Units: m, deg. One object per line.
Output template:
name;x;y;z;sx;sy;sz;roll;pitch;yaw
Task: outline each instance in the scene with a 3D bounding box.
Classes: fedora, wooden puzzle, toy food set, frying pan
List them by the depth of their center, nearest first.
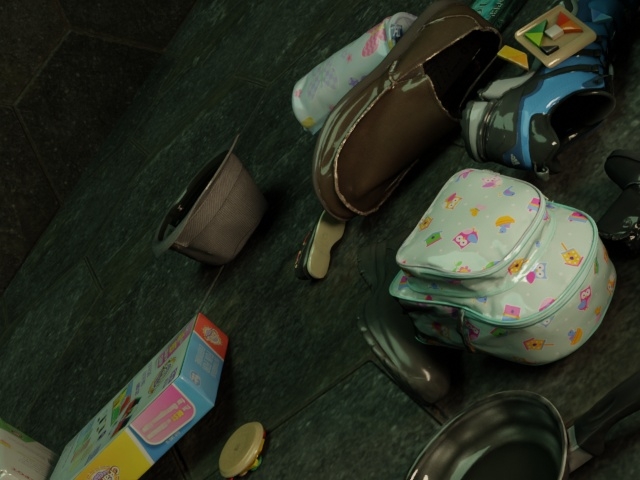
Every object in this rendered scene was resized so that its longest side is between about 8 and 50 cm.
frying pan;0.185;0.174;0.948;0.326;0.053;0.197;-45;22;7
wooden puzzle;0.263;-0.231;1.238;0.116;0.014;0.078;-38;49;-6
toy food set;-0.099;0.266;1.382;0.083;0.020;0.082;-31;29;38
fedora;-0.174;-0.047;1.882;0.275;0.124;0.243;-37;22;49

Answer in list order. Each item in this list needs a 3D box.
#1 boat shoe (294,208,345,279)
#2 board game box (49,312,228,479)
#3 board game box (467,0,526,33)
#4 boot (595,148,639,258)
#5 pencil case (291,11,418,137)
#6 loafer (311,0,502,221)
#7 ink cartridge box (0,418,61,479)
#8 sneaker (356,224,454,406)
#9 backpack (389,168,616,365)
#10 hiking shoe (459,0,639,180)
boat shoe;-0.001;-0.001;1.582;0.042;0.049;0.133;-12;47;45
board game box;-0.270;0.270;1.584;0.316;0.064;0.242;-44;12;13
board game box;0.272;-0.367;1.673;0.186;0.026;0.126;-52;23;-5
boot;0.299;-0.036;1.074;0.099;0.045;0.121;-53;26;-6
pencil case;0.072;-0.260;1.772;0.273;0.114;0.124;-24;61;47
loafer;0.122;-0.184;1.523;0.365;0.134;0.130;-57;33;-6
ink cartridge box;-0.464;0.385;1.709;0.093;0.154;0.212;-51;22;-3
sneaker;0.114;0.062;1.202;0.130;0.109;0.286;-33;29;18
backpack;0.177;0.026;1.045;0.188;0.144;0.166;19;59;36
hiking shoe;0.299;-0.185;1.273;0.132;0.113;0.304;28;71;37
